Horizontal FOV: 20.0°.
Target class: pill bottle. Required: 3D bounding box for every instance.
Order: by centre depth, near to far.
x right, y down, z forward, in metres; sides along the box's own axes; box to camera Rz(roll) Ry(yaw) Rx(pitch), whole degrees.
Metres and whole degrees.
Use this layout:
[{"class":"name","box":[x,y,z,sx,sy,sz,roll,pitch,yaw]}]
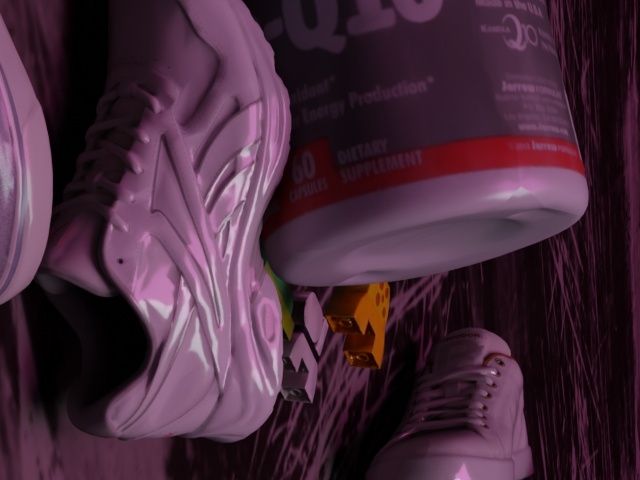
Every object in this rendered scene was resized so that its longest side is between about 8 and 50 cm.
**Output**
[{"class":"pill bottle","box":[0.026,-0.131,0.908,0.161,0.161,0.283,21,56,-69]}]

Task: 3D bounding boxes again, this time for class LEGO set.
[{"class":"LEGO set","box":[0.000,0.000,1.043,0.227,0.087,0.093,68,33,-52]}]

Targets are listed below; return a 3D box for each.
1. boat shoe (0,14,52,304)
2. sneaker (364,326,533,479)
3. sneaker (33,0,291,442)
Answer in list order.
[{"class":"boat shoe","box":[-0.158,-0.073,0.631,0.081,0.079,0.227,-39,125,-52]},{"class":"sneaker","box":[0.090,0.126,1.317,0.290,0.106,0.123,9,76,-77]},{"class":"sneaker","box":[-0.079,-0.017,0.822,0.115,0.090,0.232,-6,92,-44]}]
